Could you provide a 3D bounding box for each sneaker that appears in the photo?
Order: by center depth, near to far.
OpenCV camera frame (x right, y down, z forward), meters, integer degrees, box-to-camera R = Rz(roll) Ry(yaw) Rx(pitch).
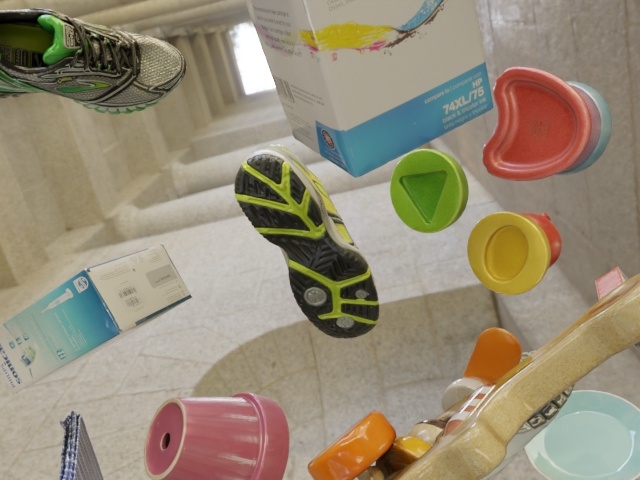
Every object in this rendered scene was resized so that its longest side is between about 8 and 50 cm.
[{"bbox_3d":[-0.362,-0.269,0.904,0.146,0.344,0.134,-4,93,54],"label":"sneaker"},{"bbox_3d":[0.274,0.283,0.921,0.129,0.297,0.111,30,-163,-51],"label":"sneaker"},{"bbox_3d":[0.000,0.000,1.016,0.147,0.145,0.384,-78,-35,-60],"label":"sneaker"}]

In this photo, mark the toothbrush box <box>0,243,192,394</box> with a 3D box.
[{"bbox_3d":[-0.425,0.141,1.106,0.126,0.296,0.216,62,-157,0],"label":"toothbrush box"}]

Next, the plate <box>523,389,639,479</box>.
[{"bbox_3d":[0.409,0.308,0.921,0.188,0.188,0.024,-93,-18,-60],"label":"plate"}]

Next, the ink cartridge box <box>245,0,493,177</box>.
[{"bbox_3d":[0.044,-0.255,0.698,0.198,0.197,0.270,44,158,56],"label":"ink cartridge box"}]

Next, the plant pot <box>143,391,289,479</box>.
[{"bbox_3d":[-0.181,0.343,0.996,0.180,0.201,0.201,26,-140,-35],"label":"plant pot"}]

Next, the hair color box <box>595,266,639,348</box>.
[{"bbox_3d":[0.527,0.111,1.031,0.093,0.053,0.167,51,-155,6],"label":"hair color box"}]

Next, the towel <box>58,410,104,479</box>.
[{"bbox_3d":[-0.398,0.455,1.022,0.336,0.040,0.243,-165,58,-69],"label":"towel"}]

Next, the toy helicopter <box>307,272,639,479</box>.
[{"bbox_3d":[0.171,0.153,0.560,0.140,0.355,0.235,52,-167,14],"label":"toy helicopter"}]

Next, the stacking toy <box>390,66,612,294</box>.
[{"bbox_3d":[0.267,-0.108,0.902,0.130,0.280,0.308,-13,-55,-46],"label":"stacking toy"}]
